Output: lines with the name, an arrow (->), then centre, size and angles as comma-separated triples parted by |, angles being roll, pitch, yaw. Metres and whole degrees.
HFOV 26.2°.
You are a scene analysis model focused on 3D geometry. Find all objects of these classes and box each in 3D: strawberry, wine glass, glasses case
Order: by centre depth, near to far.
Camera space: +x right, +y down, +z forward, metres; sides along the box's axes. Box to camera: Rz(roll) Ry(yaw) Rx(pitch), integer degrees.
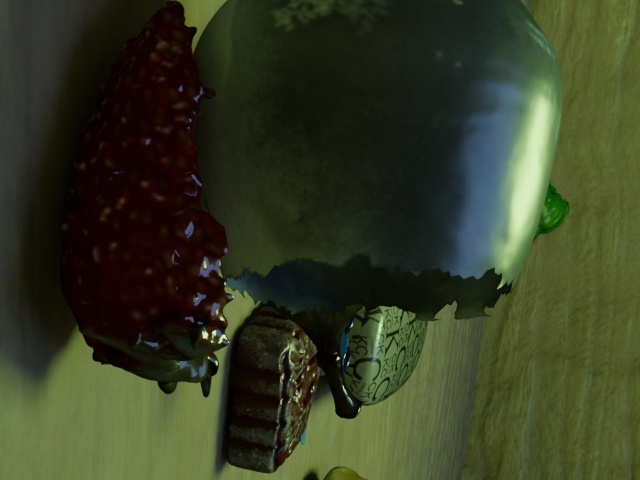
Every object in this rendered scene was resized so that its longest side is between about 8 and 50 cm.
strawberry -> -0.107, -0.018, 0.766 | 0.167, 0.087, 0.208 | 120, -39, -65
wine glass -> 0.033, -0.119, 0.836 | 0.238, 0.238, 0.323 | 47, 46, -75
glasses case -> 0.077, 0.113, 1.661 | 0.355, 0.085, 0.137 | -11, 112, -77

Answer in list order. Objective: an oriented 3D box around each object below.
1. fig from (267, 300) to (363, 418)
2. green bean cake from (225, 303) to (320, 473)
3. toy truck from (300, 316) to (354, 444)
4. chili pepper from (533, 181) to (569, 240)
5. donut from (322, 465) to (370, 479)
fig -> -0.002, 0.000, 1.025 | 0.170, 0.145, 0.274 | -26, 111, -74
green bean cake -> -0.037, 0.124, 1.219 | 0.135, 0.056, 0.135 | -46, 145, -66
toy truck -> -0.010, 0.122, 1.327 | 0.074, 0.063, 0.136 | -28, 125, -63
chili pepper -> 0.209, -0.130, 1.888 | 0.167, 0.213, 0.385 | -35, 135, -4
donut -> 0.038, 0.433, 1.593 | 0.330, 0.160, 0.330 | 14, 90, -85
